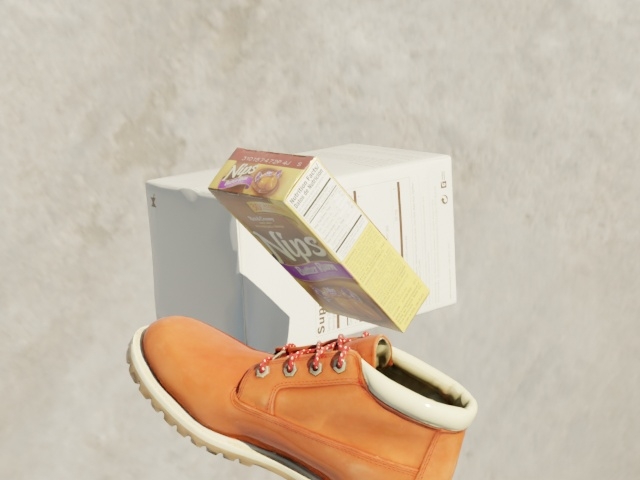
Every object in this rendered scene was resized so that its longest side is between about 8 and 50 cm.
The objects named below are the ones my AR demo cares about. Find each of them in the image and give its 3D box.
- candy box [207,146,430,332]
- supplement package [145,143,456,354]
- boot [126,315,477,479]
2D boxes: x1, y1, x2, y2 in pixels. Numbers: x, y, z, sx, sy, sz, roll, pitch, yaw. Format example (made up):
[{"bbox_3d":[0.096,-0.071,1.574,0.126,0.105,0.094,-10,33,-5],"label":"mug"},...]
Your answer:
[{"bbox_3d":[0.000,0.000,1.086,0.109,0.187,0.053,11,59,50],"label":"candy box"},{"bbox_3d":[-0.017,0.005,1.369,0.293,0.177,0.175,-13,106,-37],"label":"supplement package"},{"bbox_3d":[-0.008,0.062,0.550,0.158,0.059,0.085,28,118,8],"label":"boot"}]
